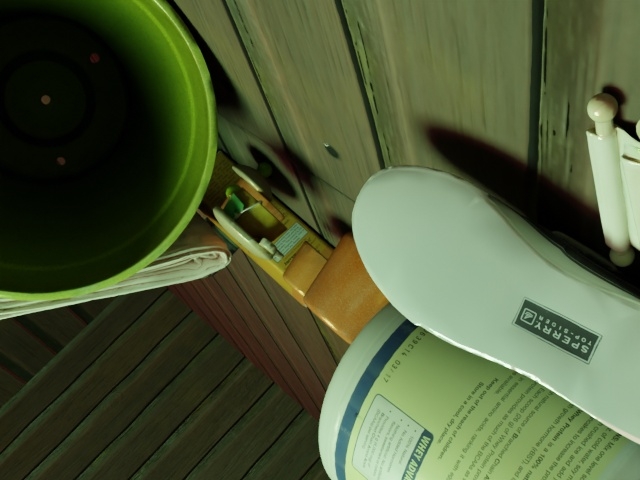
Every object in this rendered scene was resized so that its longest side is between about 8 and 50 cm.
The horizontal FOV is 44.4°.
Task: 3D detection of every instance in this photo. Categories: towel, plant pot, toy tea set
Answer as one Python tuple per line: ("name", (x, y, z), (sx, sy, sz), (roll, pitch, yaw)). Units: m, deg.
("towel", (-0.323, -0.017, 1.061), (0.332, 0.316, 0.053), (42, 137, 52))
("plant pot", (-0.338, -0.155, 0.949), (0.366, 0.366, 0.353), (51, 175, -23))
("toy tea set", (0.000, 0.000, 0.886), (0.336, 0.124, 0.200), (41, 178, 25))

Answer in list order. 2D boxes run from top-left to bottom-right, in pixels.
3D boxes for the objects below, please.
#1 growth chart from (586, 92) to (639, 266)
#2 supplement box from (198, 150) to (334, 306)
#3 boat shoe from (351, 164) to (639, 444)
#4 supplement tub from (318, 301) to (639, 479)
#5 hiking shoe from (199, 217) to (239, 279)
("growth chart", (0.245, 0.016, 0.417), (0.237, 0.021, 0.172), (35, 162, 33))
("supplement box", (-0.079, -0.017, 1.079), (0.233, 0.080, 0.078), (40, 164, 12))
("boat shoe", (0.158, 0.040, 0.563), (0.301, 0.108, 0.102), (30, -168, 29))
("supplement tub", (0.181, 0.194, 0.646), (0.324, 0.235, 0.235), (32, 161, 41))
("hiking shoe", (-0.204, 0.015, 1.417), (0.086, 0.114, 0.227), (46, 165, -5))
